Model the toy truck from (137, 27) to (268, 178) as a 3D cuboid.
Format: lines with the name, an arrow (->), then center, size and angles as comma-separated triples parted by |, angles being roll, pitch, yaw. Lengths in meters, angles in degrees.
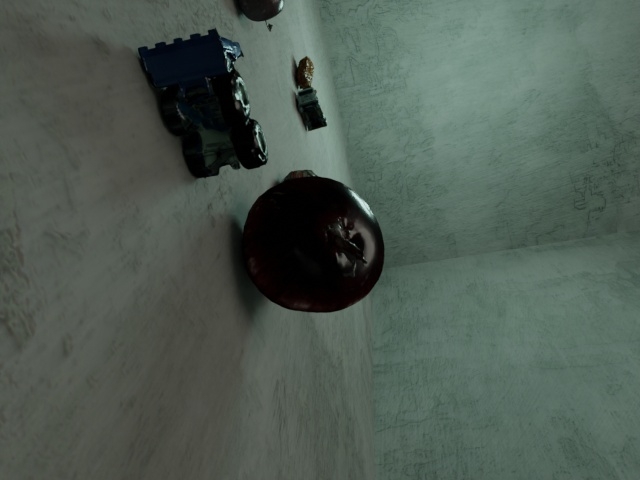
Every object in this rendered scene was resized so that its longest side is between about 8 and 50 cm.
toy truck -> -0.153, -0.200, 0.665 | 0.126, 0.113, 0.208 | -90, 167, -45

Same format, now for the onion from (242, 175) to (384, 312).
onion -> 0.000, 0.000, 0.834 | 0.285, 0.273, 0.273 | 145, -60, -67

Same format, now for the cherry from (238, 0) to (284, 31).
cherry -> -0.150, -0.599, 1.123 | 0.148, 0.115, 0.188 | 33, 23, -20

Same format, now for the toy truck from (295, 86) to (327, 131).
toy truck -> -0.035, -0.496, 1.710 | 0.178, 0.080, 0.115 | 56, 21, -69

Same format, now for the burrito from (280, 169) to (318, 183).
burrito -> -0.056, -0.080, 1.143 | 0.445, 0.101, 0.139 | -81, 154, -55

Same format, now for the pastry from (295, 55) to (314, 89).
pastry -> -0.062, -0.625, 1.747 | 0.169, 0.063, 0.087 | -83, 152, -44
